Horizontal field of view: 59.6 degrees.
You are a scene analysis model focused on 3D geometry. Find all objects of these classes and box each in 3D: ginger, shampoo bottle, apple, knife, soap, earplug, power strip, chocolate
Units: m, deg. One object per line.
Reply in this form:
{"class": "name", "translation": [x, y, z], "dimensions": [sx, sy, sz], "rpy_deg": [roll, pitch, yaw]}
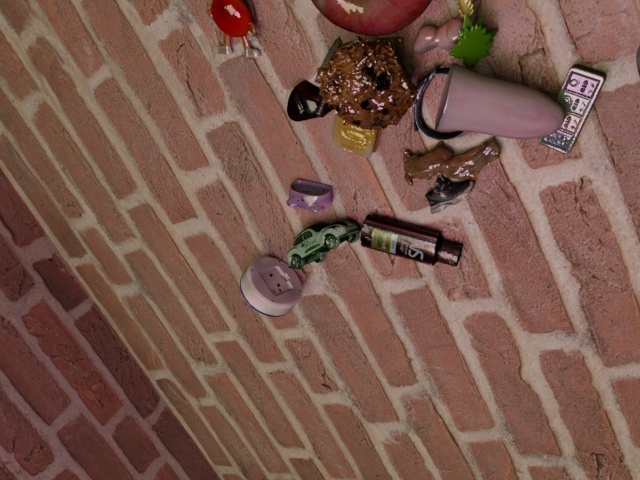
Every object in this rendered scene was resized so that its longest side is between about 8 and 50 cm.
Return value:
{"class": "ginger", "translation": [0.378, -0.231, 1.626], "dimensions": [0.290, 0.084, 0.122], "rpy_deg": [-5, 75, 28]}
{"class": "shampoo bottle", "translation": [0.294, 0.009, 1.823], "dimensions": [0.323, 0.084, 0.129], "rpy_deg": [17, 130, 18]}
{"class": "apple", "translation": [0.127, -0.670, 1.357], "dimensions": [0.345, 0.269, 0.344], "rpy_deg": [17, 142, 14]}
{"class": "knife", "translation": [0.019, -0.483, 1.643], "dimensions": [0.060, 0.028, 0.230], "rpy_deg": [19, 106, -4]}
{"class": "soap", "translation": [0.119, -0.376, 1.670], "dimensions": [0.140, 0.073, 0.231], "rpy_deg": [20, 127, 12]}
{"class": "earplug", "translation": [0.456, -0.326, 1.403], "dimensions": [0.302, 0.172, 0.172], "rpy_deg": [14, 127, 4]}
{"class": "power strip", "translation": [0.615, -0.345, 1.432], "dimensions": [0.145, 0.061, 0.215], "rpy_deg": [28, 130, 19]}
{"class": "chocolate", "translation": [-0.041, -0.424, 1.724], "dimensions": [0.149, 0.080, 0.125], "rpy_deg": [1, 121, 31]}

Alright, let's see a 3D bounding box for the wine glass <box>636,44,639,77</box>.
{"class": "wine glass", "translation": [0.755, -0.454, 1.221], "dimensions": [0.144, 0.143, 0.321], "rpy_deg": [-13, 113, 35]}

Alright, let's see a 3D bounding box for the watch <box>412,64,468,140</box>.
{"class": "watch", "translation": [0.344, -0.380, 1.548], "dimensions": [0.193, 0.068, 0.206], "rpy_deg": [3, 123, 27]}

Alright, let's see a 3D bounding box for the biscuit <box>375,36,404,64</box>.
{"class": "biscuit", "translation": [0.195, -0.525, 1.565], "dimensions": [0.082, 0.018, 0.083], "rpy_deg": [8, 124, 24]}

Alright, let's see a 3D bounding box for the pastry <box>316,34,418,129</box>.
{"class": "pastry", "translation": [0.127, -0.422, 1.488], "dimensions": [0.275, 0.192, 0.274], "rpy_deg": [12, 155, 6]}

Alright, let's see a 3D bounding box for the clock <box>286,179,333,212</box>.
{"class": "clock", "translation": [-0.040, -0.152, 1.884], "dimensions": [0.153, 0.110, 0.050], "rpy_deg": [14, 129, 20]}

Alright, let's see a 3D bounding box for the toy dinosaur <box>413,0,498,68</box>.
{"class": "toy dinosaur", "translation": [0.349, -0.529, 1.433], "dimensions": [0.194, 0.152, 0.177], "rpy_deg": [-55, 48, 32]}

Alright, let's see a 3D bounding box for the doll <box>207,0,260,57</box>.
{"class": "doll", "translation": [-0.270, -0.662, 1.696], "dimensions": [0.183, 0.085, 0.217], "rpy_deg": [16, 144, 22]}

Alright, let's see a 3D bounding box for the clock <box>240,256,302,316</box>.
{"class": "clock", "translation": [-0.182, 0.170, 2.099], "dimensions": [0.230, 0.230, 0.083], "rpy_deg": [41, 128, -1]}

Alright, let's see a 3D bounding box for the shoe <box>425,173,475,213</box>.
{"class": "shoe", "translation": [0.378, -0.153, 1.681], "dimensions": [0.169, 0.071, 0.099], "rpy_deg": [-32, 95, 40]}

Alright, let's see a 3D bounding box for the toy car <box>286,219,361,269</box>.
{"class": "toy car", "translation": [0.000, 0.000, 1.954], "dimensions": [0.306, 0.136, 0.125], "rpy_deg": [-34, 79, 39]}
